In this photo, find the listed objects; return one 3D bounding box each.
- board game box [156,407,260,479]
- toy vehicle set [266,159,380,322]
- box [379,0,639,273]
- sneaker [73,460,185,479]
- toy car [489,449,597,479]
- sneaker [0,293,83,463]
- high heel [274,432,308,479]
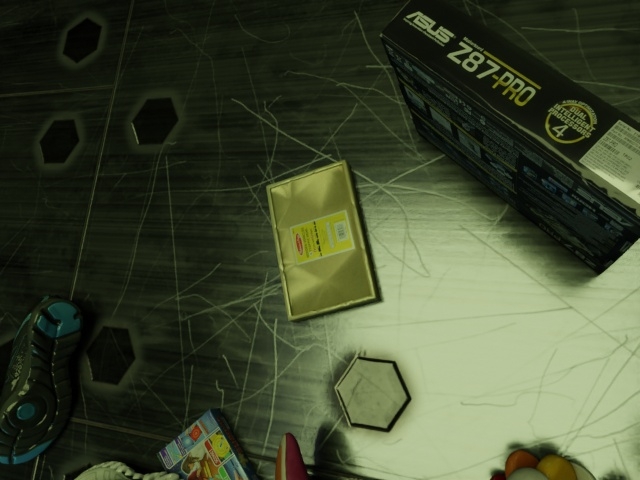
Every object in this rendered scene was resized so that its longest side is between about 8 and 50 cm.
[{"bbox_3d":[-0.188,0.423,0.899,0.136,0.035,0.201,-40,67,6],"label":"board game box"},{"bbox_3d":[0.000,0.000,0.934,0.165,0.035,0.267,-16,72,16],"label":"toy vehicle set"},{"bbox_3d":[0.278,-0.133,0.714,0.097,0.318,0.395,-46,66,3],"label":"box"},{"bbox_3d":[-0.369,0.461,0.895,0.291,0.118,0.110,-13,81,29],"label":"sneaker"},{"bbox_3d":[0.289,0.381,0.694,0.136,0.159,0.182,-12,69,53],"label":"toy car"},{"bbox_3d":[-0.581,0.279,1.051,0.139,0.125,0.341,10,82,49],"label":"sneaker"},{"bbox_3d":[-0.001,0.405,0.740,0.117,0.082,0.244,1,56,-16],"label":"high heel"}]
